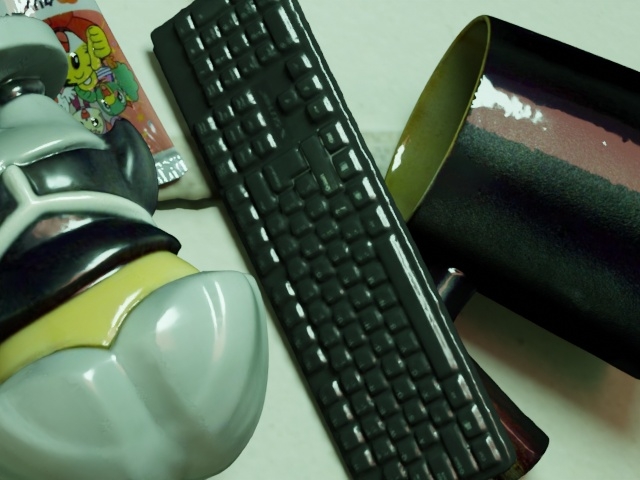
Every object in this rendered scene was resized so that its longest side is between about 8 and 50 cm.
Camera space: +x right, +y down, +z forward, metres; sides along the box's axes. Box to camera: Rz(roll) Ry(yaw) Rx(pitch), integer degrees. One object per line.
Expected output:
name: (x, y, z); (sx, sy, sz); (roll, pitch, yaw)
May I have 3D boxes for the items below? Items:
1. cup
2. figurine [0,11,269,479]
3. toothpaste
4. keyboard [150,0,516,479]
cup: (0.131, 0.000, 0.936); (0.177, 0.166, 0.239); (24, 56, -11)
figurine: (-0.132, 0.025, 0.802); (0.176, 0.133, 0.236); (-33, 76, -10)
toothpaste: (-0.159, -0.127, 0.919); (0.089, 0.057, 0.234); (-25, 89, -31)
keyboard: (0.000, 0.000, 0.911); (0.018, 0.101, 0.309); (-8, 70, -58)
